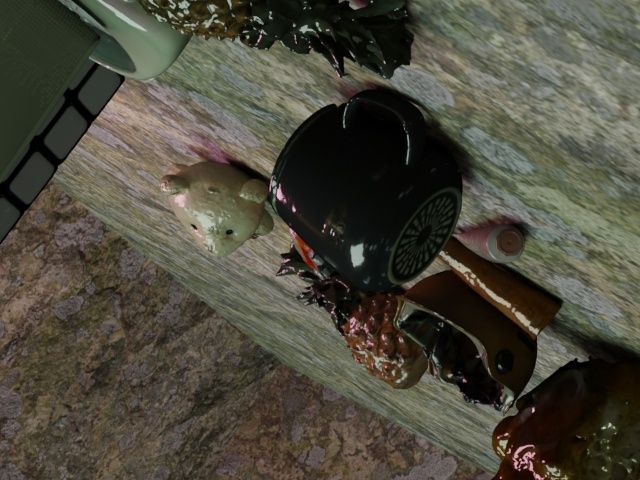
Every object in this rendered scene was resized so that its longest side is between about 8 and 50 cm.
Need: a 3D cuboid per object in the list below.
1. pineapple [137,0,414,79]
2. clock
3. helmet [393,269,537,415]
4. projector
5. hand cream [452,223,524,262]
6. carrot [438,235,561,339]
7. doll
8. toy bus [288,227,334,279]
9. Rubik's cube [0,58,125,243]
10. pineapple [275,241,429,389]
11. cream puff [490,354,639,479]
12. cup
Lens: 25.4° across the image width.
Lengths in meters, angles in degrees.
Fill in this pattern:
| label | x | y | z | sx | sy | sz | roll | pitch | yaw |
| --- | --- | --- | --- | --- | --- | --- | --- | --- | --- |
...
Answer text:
| label | x | y | z | sx | sy | sz | roll | pitch | yaw |
| --- | --- | --- | --- | --- | --- | --- | --- | --- | --- |
| pineapple | -0.036 | -0.208 | 1.233 | 0.251 | 0.125 | 0.125 | 21 | 168 | 11 |
| clock | -0.253 | -0.283 | 1.506 | 0.265 | 0.109 | 0.324 | 35 | 171 | -9 |
| helmet | 0.206 | 0.116 | 1.890 | 0.198 | 0.130 | 0.224 | 21 | 150 | 46 |
| projector | -0.362 | -0.166 | 1.389 | 0.177 | 0.242 | 0.163 | 42 | 166 | -37 |
| hand cream | 0.197 | 0.006 | 1.657 | 0.067 | 0.043 | 0.209 | 30 | 176 | -2 |
| carrot | 0.199 | 0.037 | 1.787 | 0.224 | 0.057 | 0.057 | 38 | 170 | 4 |
| doll | -0.163 | -0.050 | 2.289 | 0.175 | 0.149 | 0.278 | 1 | -178 | 2 |
| toy bus | 0.000 | 0.000 | 2.155 | 0.077 | 0.079 | 0.174 | 40 | 172 | 12 |
| Rubik's cube | -0.537 | -0.239 | 1.944 | 0.344 | 0.344 | 0.337 | 31 | 170 | 22 |
| pineapple | 0.060 | 0.112 | 2.357 | 0.310 | 0.141 | 0.170 | 38 | -163 | 20 |
| cream puff | 0.331 | 0.255 | 1.832 | 0.155 | 0.269 | 0.241 | 49 | -163 | -21 |
| cup | 0.051 | -0.068 | 1.496 | 0.176 | 0.169 | 0.223 | 36 | 138 | 29 |
